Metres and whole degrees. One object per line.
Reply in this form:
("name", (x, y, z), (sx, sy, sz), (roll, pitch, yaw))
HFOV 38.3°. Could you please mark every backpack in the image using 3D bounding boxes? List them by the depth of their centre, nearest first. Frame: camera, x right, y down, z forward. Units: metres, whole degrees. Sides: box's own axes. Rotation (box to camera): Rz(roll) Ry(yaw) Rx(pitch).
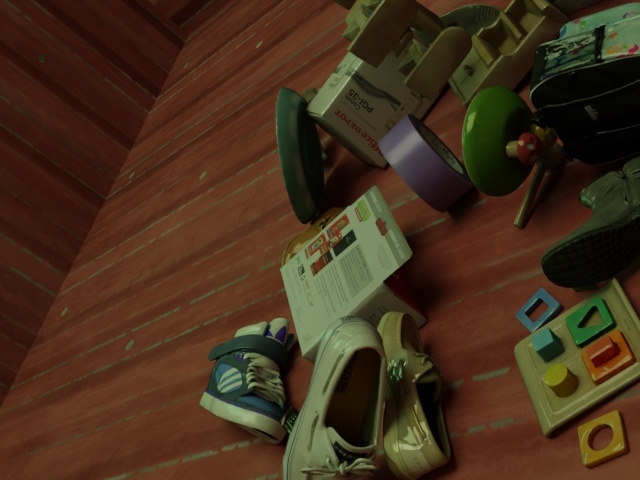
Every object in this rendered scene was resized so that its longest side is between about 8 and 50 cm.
("backpack", (0.478, -0.244, 1.407), (0.253, 0.225, 0.191), (-9, 50, 44))

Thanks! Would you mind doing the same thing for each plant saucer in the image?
("plant saucer", (-0.040, -0.197, 2.111), (0.043, 0.317, 0.317), (-8, 41, 12))

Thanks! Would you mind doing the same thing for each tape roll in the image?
("tape roll", (0.203, -0.148, 1.765), (0.080, 0.189, 0.189), (-43, 27, 18))

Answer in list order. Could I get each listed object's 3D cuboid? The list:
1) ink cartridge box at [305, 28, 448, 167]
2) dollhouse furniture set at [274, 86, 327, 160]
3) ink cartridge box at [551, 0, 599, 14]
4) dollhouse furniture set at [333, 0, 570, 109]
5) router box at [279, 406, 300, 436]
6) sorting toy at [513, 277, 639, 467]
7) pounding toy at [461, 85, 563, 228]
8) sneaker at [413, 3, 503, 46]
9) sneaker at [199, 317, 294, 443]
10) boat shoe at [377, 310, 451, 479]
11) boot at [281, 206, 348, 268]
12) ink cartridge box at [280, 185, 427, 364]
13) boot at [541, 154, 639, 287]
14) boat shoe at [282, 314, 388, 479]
("ink cartridge box", (0.136, -0.336, 2.090), (0.283, 0.207, 0.117), (-53, 24, -2))
("dollhouse furniture set", (0.092, -0.342, 2.366), (0.355, 0.174, 0.303), (-23, 11, -8))
("ink cartridge box", (0.497, -0.513, 1.916), (0.207, 0.046, 0.097), (-11, 48, 53))
("dollhouse furniture set", (0.243, -0.455, 1.806), (0.256, 0.394, 0.362), (-52, 27, 23))
("router box", (-0.010, 0.347, 1.589), (0.038, 0.092, 0.122), (-53, 25, -1))
("sorting toy", (0.358, 0.156, 1.289), (0.196, 0.047, 0.348), (-41, 28, 21))
("pounding toy", (0.341, -0.148, 1.511), (0.110, 0.237, 0.183), (4, 62, 45))
("sneaker", (0.334, -0.492, 2.119), (0.222, 0.083, 0.118), (-4, 7, 29))
("sneaker", (-0.119, 0.257, 1.833), (0.236, 0.130, 0.323), (-62, 22, -12))
("boat shoe", (0.154, 0.232, 1.464), (0.098, 0.109, 0.302), (-30, 39, 28))
("boot", (0.000, 0.000, 2.026), (0.152, 0.073, 0.197), (-13, 42, 59))
("ink cartridge box", (0.078, 0.078, 1.745), (0.272, 0.130, 0.309), (-43, 27, 14))
("boot", (0.422, -0.030, 1.369), (0.246, 0.083, 0.161), (-29, 26, 4))
("boat shoe", (0.037, 0.309, 1.393), (0.156, 0.136, 0.367), (-126, 50, -71))
